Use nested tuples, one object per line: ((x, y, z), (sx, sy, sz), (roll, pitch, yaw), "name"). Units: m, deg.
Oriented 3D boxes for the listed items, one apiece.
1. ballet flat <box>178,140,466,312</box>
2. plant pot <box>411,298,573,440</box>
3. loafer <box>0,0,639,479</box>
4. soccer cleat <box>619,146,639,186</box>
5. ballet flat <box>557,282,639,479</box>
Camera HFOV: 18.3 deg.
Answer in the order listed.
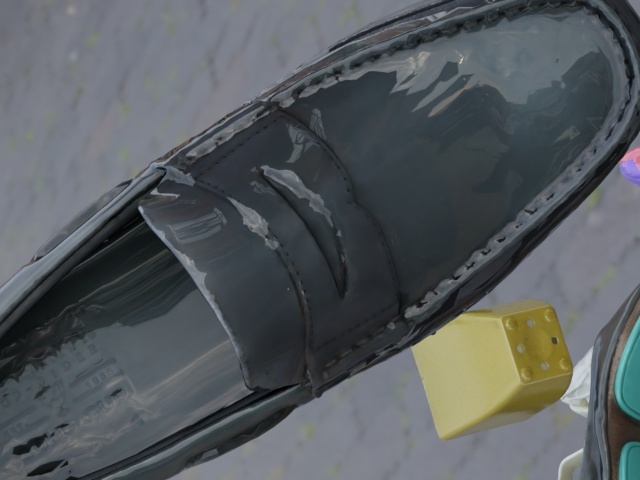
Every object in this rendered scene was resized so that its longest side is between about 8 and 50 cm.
((0.000, 0.000, 1.427), (0.086, 0.248, 0.086), (19, -90, -73), "ballet flat")
((0.122, 0.079, 1.334), (0.083, 0.081, 0.081), (-32, 73, 54), "plant pot")
((-0.015, 0.009, 0.480), (0.223, 0.076, 0.078), (-33, 5, 4), "loafer")
((0.347, -0.048, 1.467), (0.083, 0.248, 0.095), (-9, -87, -80), "soccer cleat")
((0.226, 0.149, 1.541), (0.096, 0.095, 0.280), (-9, 58, 45), "ballet flat")
